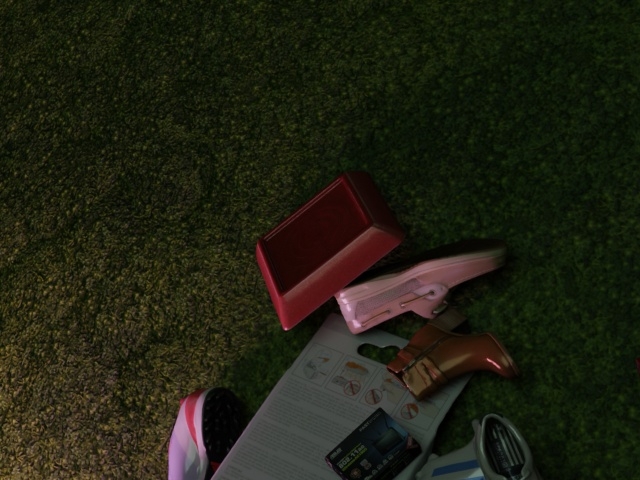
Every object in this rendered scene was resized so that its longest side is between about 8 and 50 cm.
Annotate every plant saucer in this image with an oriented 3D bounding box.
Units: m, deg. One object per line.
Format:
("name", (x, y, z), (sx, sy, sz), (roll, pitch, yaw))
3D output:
("plant saucer", (0.000, 0.000, 2.174), (0.259, 0.048, 0.258), (-38, 31, 7))

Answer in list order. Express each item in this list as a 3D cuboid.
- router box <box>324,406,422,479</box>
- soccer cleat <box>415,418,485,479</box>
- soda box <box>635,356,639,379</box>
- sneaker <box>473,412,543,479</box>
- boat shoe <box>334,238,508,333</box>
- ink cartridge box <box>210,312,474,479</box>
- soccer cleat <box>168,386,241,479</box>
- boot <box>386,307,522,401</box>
("router box", (0.082, 0.330, 1.949), (0.122, 0.038, 0.092), (-41, 48, -12))
("soccer cleat", (0.175, 0.412, 1.913), (0.331, 0.116, 0.143), (-43, 46, -2))
("soda box", (0.547, 0.258, 1.755), (0.083, 0.092, 0.263), (-29, 47, -4))
("sneaker", (0.277, 0.359, 1.770), (0.094, 0.091, 0.258), (-27, 56, 0))
("boat shoe", (0.173, 0.076, 2.082), (0.302, 0.109, 0.098), (-19, 97, 17))
("ink cartridge box", (0.043, 0.327, 2.056), (0.308, 0.091, 0.385), (19, 60, 34))
("soccer cleat", (-0.213, 0.407, 2.137), (0.116, 0.108, 0.318), (-14, 62, 48))
("boot", (0.209, 0.202, 1.990), (0.152, 0.073, 0.197), (-39, 38, -14))
